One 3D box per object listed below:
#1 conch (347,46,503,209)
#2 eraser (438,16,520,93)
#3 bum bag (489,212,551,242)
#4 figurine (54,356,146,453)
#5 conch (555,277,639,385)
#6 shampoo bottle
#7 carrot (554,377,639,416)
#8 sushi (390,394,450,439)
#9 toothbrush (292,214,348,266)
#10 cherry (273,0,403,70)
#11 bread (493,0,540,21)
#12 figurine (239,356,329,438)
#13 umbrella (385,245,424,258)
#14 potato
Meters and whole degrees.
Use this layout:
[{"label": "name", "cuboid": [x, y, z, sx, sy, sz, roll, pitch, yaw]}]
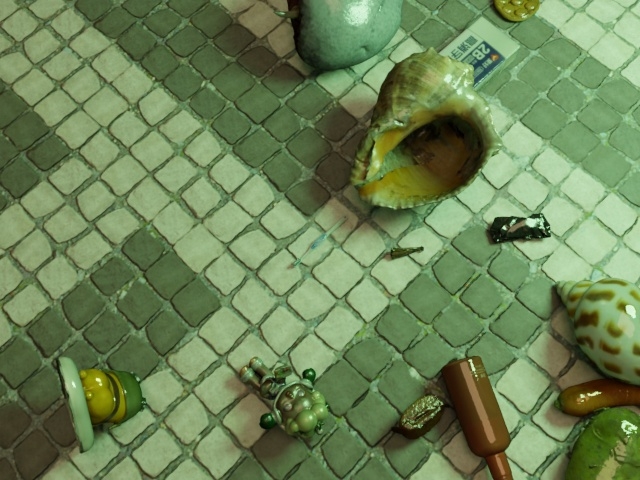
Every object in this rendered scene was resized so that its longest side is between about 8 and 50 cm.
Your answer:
[{"label": "conch", "cuboid": [0.222, -0.209, 1.385, 0.297, 0.210, 0.352, 42, 103, 23]}, {"label": "eraser", "cuboid": [0.336, -0.401, 1.515, 0.210, 0.068, 0.124, -42, 73, -14]}, {"label": "bum bag", "cuboid": [0.416, -0.027, 1.390, 0.125, 0.034, 0.057, -2, 79, 1]}, {"label": "figurine", "cuboid": [-0.390, 0.282, 1.214, 0.141, 0.250, 0.166, -14, 65, -24]}, {"label": "conch", "cuboid": [0.555, 0.163, 1.257, 0.149, 0.182, 0.275, -24, 49, 11]}, {"label": "shampoo bottle", "cuboid": [0.299, 0.339, 1.235, 0.085, 0.085, 0.244, -14, 71, -4]}, {"label": "carrot", "cuboid": [0.574, 0.293, 1.258, 0.271, 0.062, 0.066, -5, 37, -4]}, {"label": "sushi", "cuboid": [0.192, 0.332, 1.255, 0.120, 0.055, 0.052, -37, 62, -22]}, {"label": "toothbrush", "cuboid": [0.000, 0.000, 1.406, 0.014, 0.017, 0.162, 44, 73, 11]}, {"label": "cherry", "cuboid": [0.040, -0.509, 1.485, 0.296, 0.218, 0.255, -9, 63, -8]}, {"label": "bread", "cuboid": [0.470, -0.570, 1.596, 0.110, 0.024, 0.110, -1, 71, 2]}, {"label": "figurine", "cuboid": [-0.068, 0.292, 1.256, 0.197, 0.093, 0.147, 38, 65, 15]}, {"label": "umbrella", "cuboid": [0.175, 0.022, 1.386, 0.083, 0.031, 0.020, -5, 38, -2]}, {"label": "potato", "cuboid": [0.513, 0.420, 1.183, 0.149, 0.113, 0.251, 16, 85, -3]}]
